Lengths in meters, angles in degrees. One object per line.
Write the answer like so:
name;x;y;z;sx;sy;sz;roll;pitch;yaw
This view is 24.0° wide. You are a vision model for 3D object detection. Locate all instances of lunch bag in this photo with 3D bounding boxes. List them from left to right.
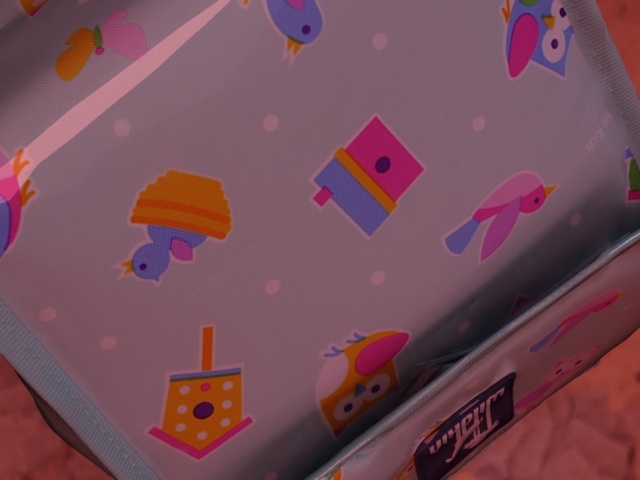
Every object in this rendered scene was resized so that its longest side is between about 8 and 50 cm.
lunch bag;0.000;0.000;0.522;0.223;0.160;0.262;-38;123;-10
